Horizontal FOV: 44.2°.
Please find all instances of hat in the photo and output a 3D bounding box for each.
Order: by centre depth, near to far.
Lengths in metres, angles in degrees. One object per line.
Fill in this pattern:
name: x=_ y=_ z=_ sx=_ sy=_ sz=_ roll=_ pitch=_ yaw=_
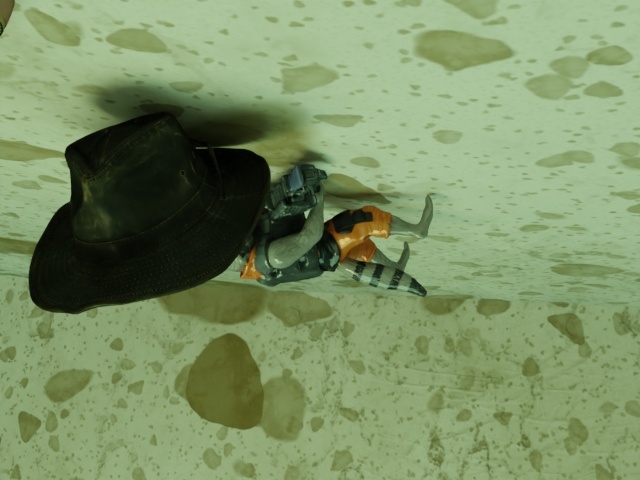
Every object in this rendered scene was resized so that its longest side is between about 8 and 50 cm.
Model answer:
hat: x=-0.215 y=-0.067 z=0.910 sx=0.331 sy=0.331 sz=0.134 roll=1 pitch=128 yaw=24

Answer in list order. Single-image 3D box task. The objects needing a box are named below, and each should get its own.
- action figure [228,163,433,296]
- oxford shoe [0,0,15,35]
action figure: x=0.000 y=0.000 z=1.176 sx=0.330 sy=0.178 sz=0.341 roll=-2 pitch=171 yaw=-7
oxford shoe: x=-0.429 y=-0.147 z=0.745 sx=0.140 sy=0.146 sz=0.397 roll=16 pitch=165 yaw=-41
